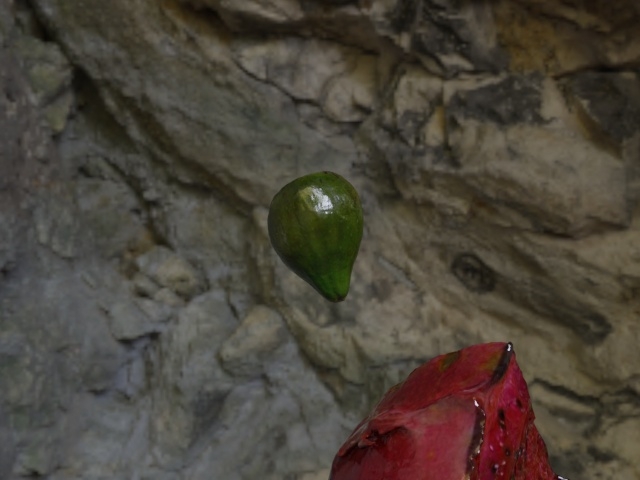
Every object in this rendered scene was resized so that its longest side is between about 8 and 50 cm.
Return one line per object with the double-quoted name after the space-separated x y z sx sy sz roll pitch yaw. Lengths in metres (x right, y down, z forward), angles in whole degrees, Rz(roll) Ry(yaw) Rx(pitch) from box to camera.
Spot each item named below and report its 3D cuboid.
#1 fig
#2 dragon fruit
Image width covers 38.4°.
0.000 0.000 1.143 0.123 0.123 0.156 113 -39 -71 "fig"
0.068 0.195 0.483 0.189 0.163 0.261 12 -51 60 "dragon fruit"
